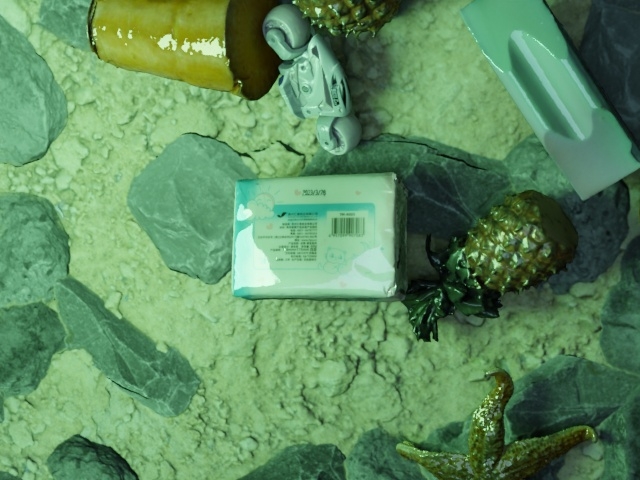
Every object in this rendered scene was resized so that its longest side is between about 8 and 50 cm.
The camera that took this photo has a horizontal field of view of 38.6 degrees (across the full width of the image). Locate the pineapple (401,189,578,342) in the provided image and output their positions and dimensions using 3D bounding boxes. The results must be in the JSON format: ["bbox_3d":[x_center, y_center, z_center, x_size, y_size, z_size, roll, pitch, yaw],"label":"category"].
[{"bbox_3d":[0.243,0.042,1.436,0.310,0.141,0.170,-38,80,30],"label":"pineapple"}]

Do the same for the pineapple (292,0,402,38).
[{"bbox_3d":[0.025,-0.378,1.318,0.193,0.166,0.166,9,113,-29],"label":"pineapple"}]

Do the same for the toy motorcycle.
[{"bbox_3d":[-0.002,-0.244,1.399,0.112,0.112,0.254,-21,115,19],"label":"toy motorcycle"}]

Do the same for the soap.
[{"bbox_3d":[0.329,-0.221,1.293,0.109,0.193,0.324,-32,97,20],"label":"soap"}]

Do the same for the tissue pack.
[{"bbox_3d":[0.000,-0.003,1.458,0.271,0.124,0.202,-1,87,16],"label":"tissue pack"}]

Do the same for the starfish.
[{"bbox_3d":[0.288,0.379,1.542,0.326,0.094,0.375,9,113,9],"label":"starfish"}]

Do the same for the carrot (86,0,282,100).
[{"bbox_3d":[-0.206,-0.316,1.417,0.254,0.196,0.196,6,108,22],"label":"carrot"}]
